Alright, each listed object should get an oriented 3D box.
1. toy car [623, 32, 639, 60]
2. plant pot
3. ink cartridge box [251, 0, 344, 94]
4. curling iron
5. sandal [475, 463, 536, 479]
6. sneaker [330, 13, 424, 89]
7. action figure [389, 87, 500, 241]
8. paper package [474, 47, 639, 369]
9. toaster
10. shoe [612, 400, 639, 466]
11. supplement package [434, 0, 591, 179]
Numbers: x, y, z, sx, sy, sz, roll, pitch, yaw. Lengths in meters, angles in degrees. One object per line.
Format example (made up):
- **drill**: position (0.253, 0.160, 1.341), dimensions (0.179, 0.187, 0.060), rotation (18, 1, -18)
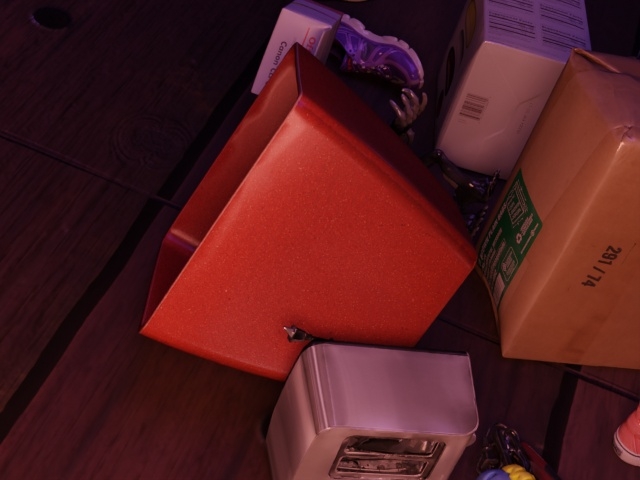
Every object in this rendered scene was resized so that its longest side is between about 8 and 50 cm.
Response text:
- **toy car**: position (0.397, -0.205, 1.731), dimensions (0.149, 0.188, 0.155), rotation (21, 39, 1)
- **plant pot**: position (0.000, 0.000, 1.259), dimensions (0.236, 0.267, 0.267), rotation (33, 15, -12)
- **ink cartridge box**: position (-0.029, -0.234, 1.595), dimensions (0.067, 0.115, 0.198), rotation (22, 17, 0)
- **curling iron**: position (0.249, 0.283, 1.238), dimensions (0.068, 0.035, 0.274), rotation (-22, 54, -34)
- **sandal**: position (0.165, 0.322, 1.102), dimensions (0.138, 0.126, 0.317), rotation (-23, 30, 10)
- **sneaker**: position (0.066, -0.246, 1.754), dimensions (0.170, 0.068, 0.071), rotation (29, 55, 24)
- **action figure**: position (0.079, -0.105, 1.528), dimensions (0.276, 0.141, 0.164), rotation (25, 51, 4)
- **paper package**: position (0.366, -0.024, 1.406), dimensions (0.310, 0.324, 0.168), rotation (7, 42, -16)
- **toaster**: position (0.039, 0.177, 1.166), dimensions (0.186, 0.168, 0.110), rotation (7, 42, -17)
- **shoe**: position (0.405, 0.201, 1.357), dimensions (0.178, 0.081, 0.063), rotation (6, 42, -17)
- **supplement package**: position (0.249, -0.218, 1.680), dimensions (0.149, 0.194, 0.203), rotation (16, 39, -6)
